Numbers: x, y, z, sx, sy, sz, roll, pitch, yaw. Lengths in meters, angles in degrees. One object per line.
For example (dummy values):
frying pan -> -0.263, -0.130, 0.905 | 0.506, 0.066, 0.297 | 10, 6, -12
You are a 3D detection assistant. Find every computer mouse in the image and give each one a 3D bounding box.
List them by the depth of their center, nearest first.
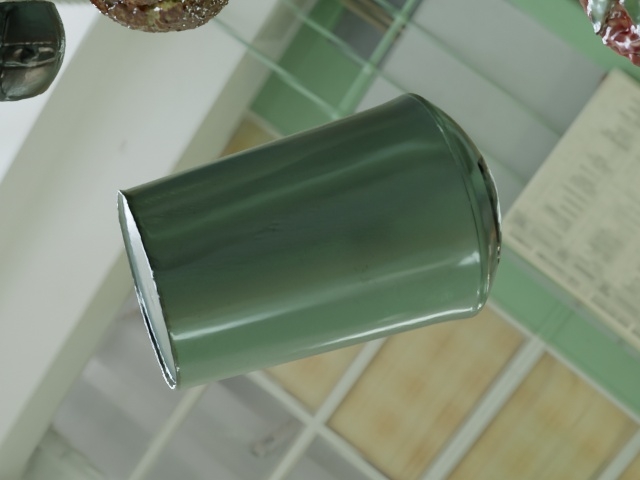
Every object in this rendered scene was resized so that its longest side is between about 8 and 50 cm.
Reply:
computer mouse -> -0.409, -0.274, 1.966 | 0.086, 0.138, 0.270 | 5, -166, 1

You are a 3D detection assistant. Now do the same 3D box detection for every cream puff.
cream puff -> -0.219, -0.366, 1.821 | 0.240, 0.240, 0.164 | 32, -128, -5

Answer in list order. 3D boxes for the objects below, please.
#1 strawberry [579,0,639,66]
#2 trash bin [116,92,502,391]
strawberry -> 0.478, -0.396, 1.775 | 0.345, 0.295, 0.317 | -32, -83, -49
trash bin -> 0.000, 0.000, 1.638 | 0.432, 0.280, 0.280 | -16, -140, -13
